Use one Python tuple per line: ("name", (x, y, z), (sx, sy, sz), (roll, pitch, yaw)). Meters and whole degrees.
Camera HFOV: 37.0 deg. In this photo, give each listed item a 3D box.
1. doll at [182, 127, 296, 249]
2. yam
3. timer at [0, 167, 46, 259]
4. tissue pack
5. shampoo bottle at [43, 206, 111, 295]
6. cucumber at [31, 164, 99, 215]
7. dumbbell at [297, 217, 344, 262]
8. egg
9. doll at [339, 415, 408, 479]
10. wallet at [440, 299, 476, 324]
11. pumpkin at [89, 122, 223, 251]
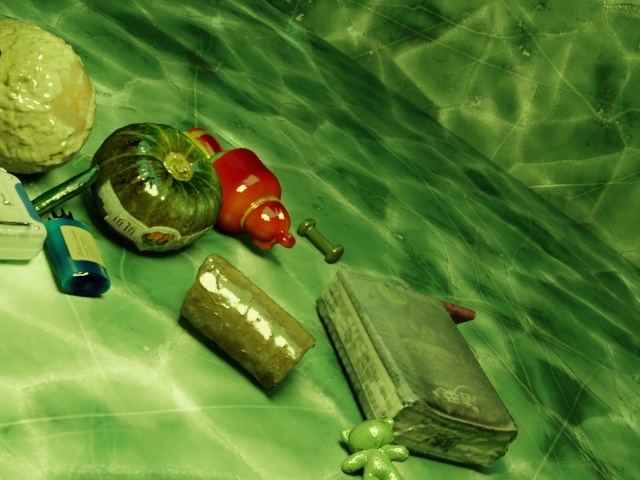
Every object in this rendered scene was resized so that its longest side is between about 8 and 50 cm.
("doll", (-0.175, -0.105, 2.008), (0.363, 0.160, 0.183), (45, 25, 23))
("yam", (-0.133, 0.140, 1.648), (0.238, 0.128, 0.129), (40, -10, 1))
("timer", (-0.568, -0.051, 1.495), (0.253, 0.078, 0.178), (1, 40, -45))
("tissue pack", (0.178, 0.241, 1.855), (0.288, 0.124, 0.394), (19, 28, -30))
("shampoo bottle", (-0.415, 0.017, 1.608), (0.087, 0.050, 0.183), (9, 34, -39))
("cucumber", (-0.454, -0.078, 1.657), (0.184, 0.033, 0.036), (-35, 25, -31))
("dumbbell", (0.000, 0.000, 2.177), (0.118, 0.046, 0.052), (43, 31, 20))
("egg", (-0.537, -0.254, 1.712), (0.279, 0.279, 0.310), (3, 35, -50))
("doll", (0.091, 0.370, 1.588), (0.115, 0.077, 0.150), (-10, 49, -6))
("wallet", (0.221, 0.148, 2.109), (0.232, 0.119, 0.025), (19, 65, -31))
("pumpkin", (-0.318, -0.096, 1.801), (0.260, 0.189, 0.260), (32, 42, -34))
